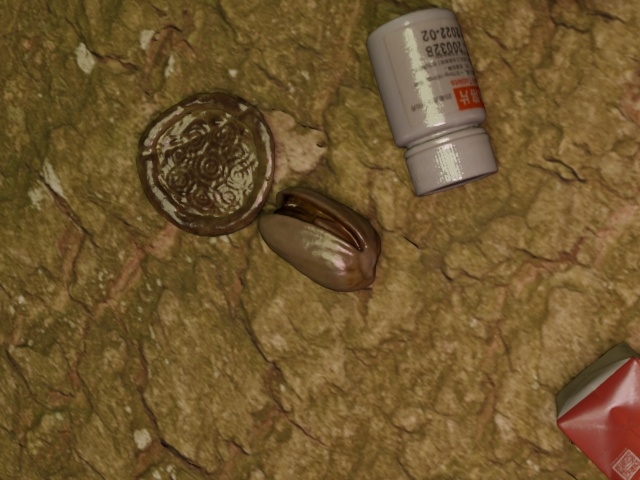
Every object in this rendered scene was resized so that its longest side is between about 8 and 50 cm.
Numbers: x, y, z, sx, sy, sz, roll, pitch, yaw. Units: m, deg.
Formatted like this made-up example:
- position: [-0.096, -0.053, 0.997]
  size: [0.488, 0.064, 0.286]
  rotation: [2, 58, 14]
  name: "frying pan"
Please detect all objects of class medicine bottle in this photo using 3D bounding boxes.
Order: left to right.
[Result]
- position: [0.164, -0.199, 1.159]
  size: [0.145, 0.144, 0.252]
  rotation: [-15, 87, 16]
  name: "medicine bottle"

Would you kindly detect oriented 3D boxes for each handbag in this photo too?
- position: [0.468, 0.299, 1.079]
  size: [0.151, 0.171, 0.298]
  rotation: [-43, 80, 12]
  name: "handbag"

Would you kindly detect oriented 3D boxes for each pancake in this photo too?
- position: [-0.188, -0.125, 1.319]
  size: [0.250, 0.031, 0.249]
  rotation: [1, 92, 15]
  name: "pancake"

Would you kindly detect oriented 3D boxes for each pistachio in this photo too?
- position: [0.000, 0.000, 1.232]
  size: [0.206, 0.131, 0.129]
  rotation: [30, 55, 18]
  name: "pistachio"
